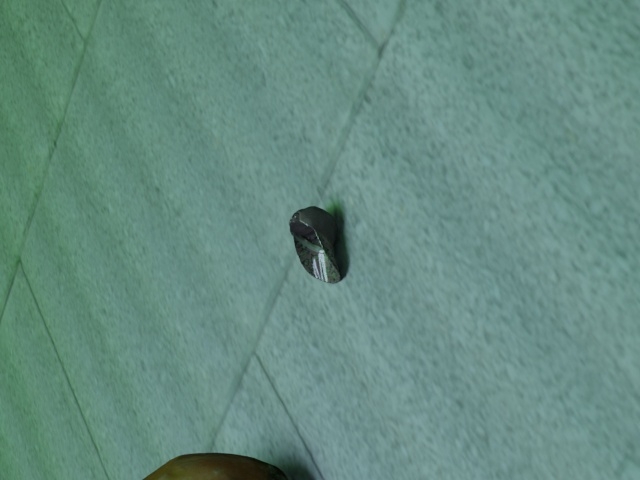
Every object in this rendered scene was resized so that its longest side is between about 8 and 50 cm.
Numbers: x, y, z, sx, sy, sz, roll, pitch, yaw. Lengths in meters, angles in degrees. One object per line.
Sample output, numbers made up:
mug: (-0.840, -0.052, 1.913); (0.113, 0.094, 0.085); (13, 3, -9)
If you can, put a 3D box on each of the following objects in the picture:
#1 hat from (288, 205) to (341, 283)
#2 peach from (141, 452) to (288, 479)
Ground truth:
hat: (0.003, 0.002, 1.616); (0.087, 0.042, 0.058); (58, 151, -8)
peach: (-0.121, 0.330, 1.637); (0.235, 0.214, 0.214); (-55, 41, 20)
